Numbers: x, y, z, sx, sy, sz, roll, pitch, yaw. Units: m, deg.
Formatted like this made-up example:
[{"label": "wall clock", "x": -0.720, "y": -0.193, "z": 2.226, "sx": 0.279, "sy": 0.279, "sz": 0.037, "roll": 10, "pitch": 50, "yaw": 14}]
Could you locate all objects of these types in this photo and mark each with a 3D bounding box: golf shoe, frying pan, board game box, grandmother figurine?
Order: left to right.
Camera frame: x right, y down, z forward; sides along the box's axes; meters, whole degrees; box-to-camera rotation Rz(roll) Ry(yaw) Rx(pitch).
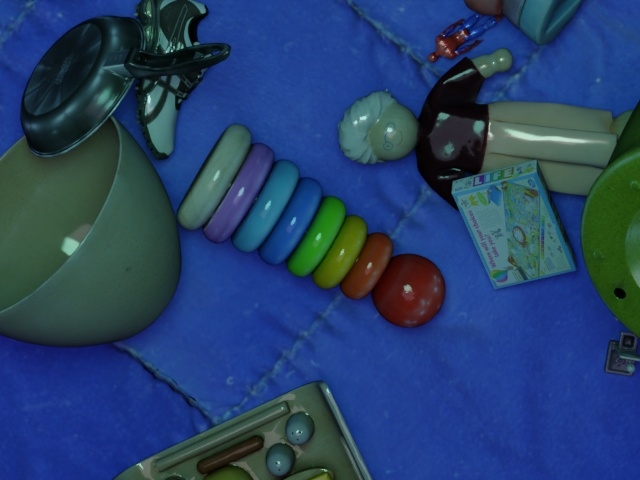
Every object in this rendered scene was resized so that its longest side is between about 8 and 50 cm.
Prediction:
[{"label": "frying pan", "x": -0.246, "y": -0.171, "z": 1.700, "sx": 0.053, "sy": 0.326, "sz": 0.197, "roll": 38, "pitch": 81, "yaw": -35}, {"label": "golf shoe", "x": -0.172, "y": -0.193, "z": 1.797, "sx": 0.094, "sy": 0.077, "sz": 0.198, "roll": 0, "pitch": 99, "yaw": 3}, {"label": "grandmother figurine", "x": 0.191, "y": -0.123, "z": 1.775, "sx": 0.342, "sy": 0.104, "sz": 0.208, "roll": 4, "pitch": 91, "yaw": 0}, {"label": "board game box", "x": 0.229, "y": -0.017, "z": 1.775, "sx": 0.103, "sy": 0.026, "sz": 0.154, "roll": -14, "pitch": 126, "yaw": 19}]

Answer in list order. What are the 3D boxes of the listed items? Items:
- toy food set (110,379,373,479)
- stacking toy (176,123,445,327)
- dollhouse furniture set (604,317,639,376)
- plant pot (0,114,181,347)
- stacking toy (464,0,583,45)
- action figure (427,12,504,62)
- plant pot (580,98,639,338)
[{"label": "toy food set", "x": -0.082, "y": 0.332, "z": 1.853, "sx": 0.306, "sy": 0.092, "sz": 0.219, "roll": -25, "pitch": 95, "yaw": 7}, {"label": "stacking toy", "x": 0.000, "y": 0.000, "z": 1.797, "sx": 0.330, "sy": 0.141, "sz": 0.141, "roll": 31, "pitch": 98, "yaw": -8}, {"label": "dollhouse furniture set", "x": 0.407, "y": 0.131, "z": 1.802, "sx": 0.114, "sy": 0.081, "sz": 0.091, "roll": 9, "pitch": 98, "yaw": 2}, {"label": "plant pot", "x": -0.272, "y": 0.012, "z": 1.758, "sx": 0.284, "sy": 0.284, "sz": 0.191, "roll": -44, "pitch": 128, "yaw": 8}, {"label": "stacking toy", "x": 0.286, "y": -0.359, "z": 1.632, "sx": 0.130, "sy": 0.279, "sz": 0.309, "roll": 35, "pitch": 98, "yaw": 18}, {"label": "action figure", "x": 0.175, "y": -0.248, "z": 1.792, "sx": 0.115, "sy": 0.030, "sz": 0.038, "roll": -35, "pitch": 90, "yaw": 1}, {"label": "plant pot", "x": 0.449, "y": -0.054, "z": 1.564, "sx": 0.366, "sy": 0.353, "sz": 0.366, "roll": 20, "pitch": 126, "yaw": 30}]
